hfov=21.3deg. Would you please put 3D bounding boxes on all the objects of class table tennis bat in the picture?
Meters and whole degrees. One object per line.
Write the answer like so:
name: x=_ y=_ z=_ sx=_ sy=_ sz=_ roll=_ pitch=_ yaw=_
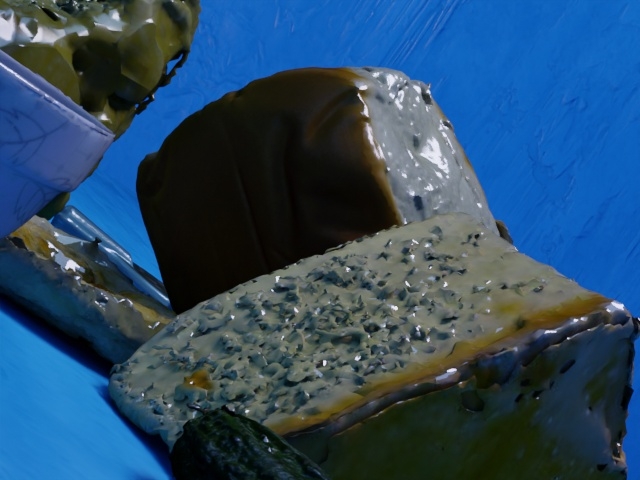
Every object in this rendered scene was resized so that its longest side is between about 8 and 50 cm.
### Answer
table tennis bat: x=-0.185 y=0.035 z=1.693 sx=0.201 sy=0.033 sz=0.124 roll=40 pitch=-2 yaw=-19

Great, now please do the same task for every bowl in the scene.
bowl: x=-0.280 y=-0.089 z=1.036 sx=0.287 sy=0.144 sz=0.287 roll=36 pitch=2 yaw=-1

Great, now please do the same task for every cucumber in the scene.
cucumber: x=-0.011 y=0.155 z=0.862 sx=0.077 sy=0.077 sz=0.265 roll=35 pitch=-1 yaw=-42

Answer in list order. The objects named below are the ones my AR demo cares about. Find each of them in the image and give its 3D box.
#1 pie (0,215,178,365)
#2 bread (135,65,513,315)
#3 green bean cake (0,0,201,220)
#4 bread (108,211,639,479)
pie: x=-0.171 y=0.039 z=1.262 sx=0.274 sy=0.055 sz=0.274 roll=36 pitch=0 yaw=0
bread: x=0.000 y=0.000 z=1.404 sx=0.225 sy=0.250 sz=0.279 roll=-26 pitch=95 yaw=-58
green bean cake: x=-0.267 y=-0.171 z=1.452 sx=0.202 sy=0.285 sz=0.310 roll=43 pitch=7 yaw=39
bread: x=0.045 y=0.147 z=1.150 sx=0.248 sy=0.315 sz=0.279 roll=41 pitch=-27 yaw=51
